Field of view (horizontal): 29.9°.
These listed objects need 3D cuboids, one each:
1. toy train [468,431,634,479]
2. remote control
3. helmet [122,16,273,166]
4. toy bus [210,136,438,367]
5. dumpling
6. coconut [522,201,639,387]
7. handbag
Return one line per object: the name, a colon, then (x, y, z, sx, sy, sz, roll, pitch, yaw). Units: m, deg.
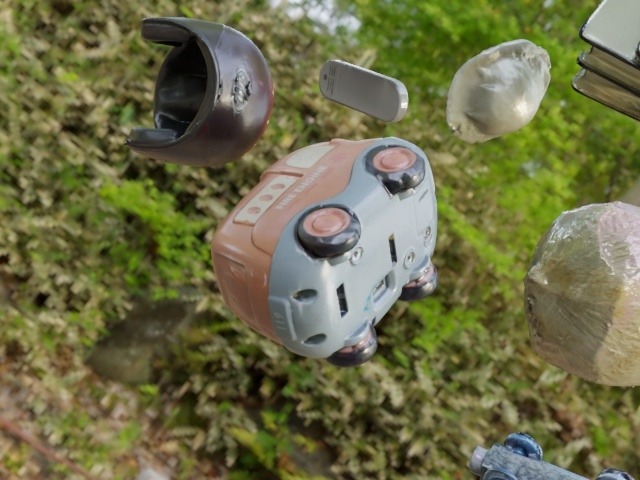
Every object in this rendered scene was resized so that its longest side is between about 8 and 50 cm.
toy train: (0.380, 0.444, 1.951, 0.299, 0.131, 0.202, 21, -52, 21)
remote control: (0.074, -0.272, 2.161, 0.022, 0.077, 0.245, -3, 20, -36)
helmet: (-0.158, -0.190, 1.560, 0.193, 0.189, 0.216, 6, 0, -23)
toy bus: (0.000, 0.000, 1.419, 0.232, 0.288, 0.194, 15, -46, 33)
dumpling: (0.280, -0.247, 1.906, 0.111, 0.181, 0.155, 9, -21, 43)
coconut: (0.580, 0.109, 2.463, 0.404, 0.404, 0.404, 37, -4, 3)
handbag: (0.577, -0.344, 1.840, 0.236, 0.358, 0.160, 32, -23, 19)
